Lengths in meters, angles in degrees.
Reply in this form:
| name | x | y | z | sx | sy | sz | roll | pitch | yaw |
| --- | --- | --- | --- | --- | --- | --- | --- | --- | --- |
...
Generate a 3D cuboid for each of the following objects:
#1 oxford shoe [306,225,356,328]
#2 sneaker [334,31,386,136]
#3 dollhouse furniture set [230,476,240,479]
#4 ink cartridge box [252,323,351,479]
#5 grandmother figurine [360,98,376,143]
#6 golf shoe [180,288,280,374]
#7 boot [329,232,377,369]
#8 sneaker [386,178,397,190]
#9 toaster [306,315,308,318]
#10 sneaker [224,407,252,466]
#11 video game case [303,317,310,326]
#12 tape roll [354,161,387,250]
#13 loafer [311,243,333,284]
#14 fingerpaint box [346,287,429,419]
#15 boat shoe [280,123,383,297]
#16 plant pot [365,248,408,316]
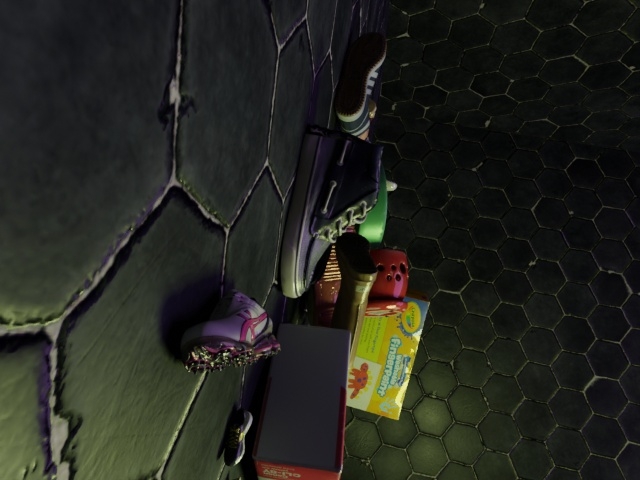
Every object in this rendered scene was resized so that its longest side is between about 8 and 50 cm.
| name | x | y | z | sx | sy | sz | roll | pitch | yaw |
| --- | --- | --- | --- | --- | --- | --- | --- | --- | --- |
| oxford shoe | 0.009 | 0.092 | 1.175 | 0.146 | 0.140 | 0.397 | -167 | -99 | -65 |
| sneaker | 0.110 | -0.417 | 1.154 | 0.153 | 0.099 | 0.282 | 67 | 41 | -69 |
| dollhouse furniture set | -0.122 | 0.417 | 0.645 | 0.114 | 0.081 | 0.091 | -66 | 165 | -62 |
| ink cartridge box | -0.034 | 0.409 | 0.919 | 0.279 | 0.160 | 0.385 | -83 | 177 | -45 |
| grandmother figurine | 0.128 | -0.369 | 1.425 | 0.208 | 0.104 | 0.342 | -51 | 172 | -5 |
| golf shoe | -0.103 | 0.096 | 0.461 | 0.186 | 0.067 | 0.086 | 51 | 18 | -75 |
| boot | 0.061 | 0.141 | 1.052 | 0.236 | 0.089 | 0.270 | -95 | -166 | -63 |
| sneaker | 0.156 | -0.178 | 1.437 | 0.080 | 0.212 | 0.094 | 0 | 103 | -62 |
| toaster | 0.038 | 0.221 | 1.352 | 0.129 | 0.146 | 0.227 | -54 | 155 | -75 |
| sneaker | -0.130 | 0.296 | 0.638 | 0.035 | 0.031 | 0.083 | 74 | 20 | -44 |
| video game case | -0.066 | 0.374 | 1.256 | 0.212 | 0.023 | 0.193 | -68 | 167 | -53 |
| tape roll | 0.111 | -0.111 | 1.271 | 0.321 | 0.077 | 0.322 | 179 | -90 | -79 |
| loafer | 0.000 | 0.000 | 1.001 | 0.078 | 0.076 | 0.223 | -87 | -171 | -73 |
| fingerpaint box | 0.158 | 0.369 | 1.539 | 0.163 | 0.370 | 0.445 | -39 | 141 | -79 |
| boat shoe | 0.026 | -0.046 | 0.812 | 0.127 | 0.158 | 0.341 | -18 | 118 | -82 |
| plant pot | 0.161 | 0.129 | 1.222 | 0.191 | 0.191 | 0.174 | 79 | 10 | -71 |
